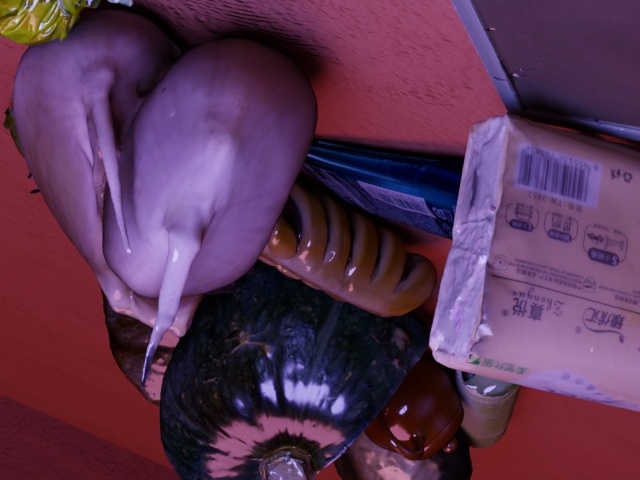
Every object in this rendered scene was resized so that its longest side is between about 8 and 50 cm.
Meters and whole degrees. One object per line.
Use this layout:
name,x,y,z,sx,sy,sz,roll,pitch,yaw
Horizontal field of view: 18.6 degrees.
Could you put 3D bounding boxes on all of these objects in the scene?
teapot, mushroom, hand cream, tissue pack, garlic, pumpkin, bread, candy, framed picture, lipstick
teapot,0.102,0.185,2.058,0.116,0.116,0.173,17,-158,10
mushroom,0.074,0.243,2.340,0.247,0.130,0.344,48,170,0
hand cream,0.079,-0.038,1.609,0.270,0.061,0.120,12,162,44
tissue pack,0.197,0.022,1.357,0.222,0.186,0.090,13,170,-21
garlic,-0.138,-0.061,1.448,0.231,0.246,0.340,30,-177,-3
pumpkin,-0.151,0.088,2.088,0.254,0.149,0.130,27,155,-6
bread,0.000,0.000,1.766,0.225,0.081,0.134,30,175,-31
candy,-0.138,-0.185,1.361,0.262,0.077,0.073,-4,156,38
framed picture,0.194,-0.127,1.214,0.232,0.019,0.296,13,163,22
pumpkin,-0.051,0.135,1.956,0.197,0.293,0.263,41,-158,-3
lipstick,0.181,0.168,2.153,0.076,0.076,0.304,18,164,7

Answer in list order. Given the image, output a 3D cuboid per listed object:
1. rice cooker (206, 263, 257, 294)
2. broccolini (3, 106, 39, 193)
rice cooker,-0.127,-0.017,1.837,0.112,0.106,0.165,7,164,39
broccolini,-0.233,-0.060,1.928,0.123,0.062,0.271,4,158,18
